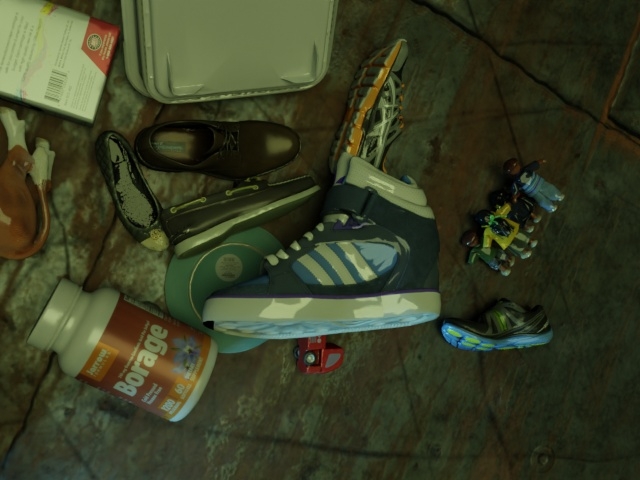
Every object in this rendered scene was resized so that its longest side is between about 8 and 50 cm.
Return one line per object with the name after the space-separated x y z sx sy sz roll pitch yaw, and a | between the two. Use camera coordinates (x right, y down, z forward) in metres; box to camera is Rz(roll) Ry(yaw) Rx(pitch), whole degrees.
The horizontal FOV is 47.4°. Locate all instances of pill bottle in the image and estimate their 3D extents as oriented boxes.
-0.251 0.135 0.927 0.216 0.121 0.121 29 83 -17 | pill bottle

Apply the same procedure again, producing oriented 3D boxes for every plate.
-0.122 0.066 1.019 0.188 0.024 0.188 -1 93 -18 | plate

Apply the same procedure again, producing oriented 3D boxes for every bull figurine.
-0.461 -0.084 0.841 0.310 0.101 0.189 22 69 -23 | bull figurine

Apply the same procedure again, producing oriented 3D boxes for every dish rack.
-0.096 -0.306 0.883 0.285 0.072 0.333 -9 136 -18 | dish rack

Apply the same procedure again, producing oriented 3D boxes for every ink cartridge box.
-0.352 -0.229 0.903 0.175 0.072 0.128 16 87 -18 | ink cartridge box

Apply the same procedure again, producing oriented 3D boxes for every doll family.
0.294 -0.043 1.132 0.111 0.076 0.193 35 76 -12 | doll family

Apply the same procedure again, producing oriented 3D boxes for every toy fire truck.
0.034 0.096 1.060 0.135 0.047 0.192 0 94 -22 | toy fire truck

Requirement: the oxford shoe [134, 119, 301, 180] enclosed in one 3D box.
-0.127 -0.123 0.973 0.227 0.096 0.083 -6 92 -20 | oxford shoe

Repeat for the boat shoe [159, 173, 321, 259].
-0.105 -0.050 0.988 0.227 0.081 0.069 -25 81 -26 | boat shoe

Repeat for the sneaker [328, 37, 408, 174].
0.084 -0.186 1.052 0.083 0.084 0.215 19 95 -20 | sneaker

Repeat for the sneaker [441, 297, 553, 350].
0.273 0.130 1.141 0.188 0.067 0.078 0 71 -17 | sneaker

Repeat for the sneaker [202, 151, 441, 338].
0.000 0.000 0.970 0.322 0.130 0.236 -2 73 -11 | sneaker

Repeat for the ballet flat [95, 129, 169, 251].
-0.249 -0.062 0.957 0.057 0.049 0.173 -29 101 -15 | ballet flat
